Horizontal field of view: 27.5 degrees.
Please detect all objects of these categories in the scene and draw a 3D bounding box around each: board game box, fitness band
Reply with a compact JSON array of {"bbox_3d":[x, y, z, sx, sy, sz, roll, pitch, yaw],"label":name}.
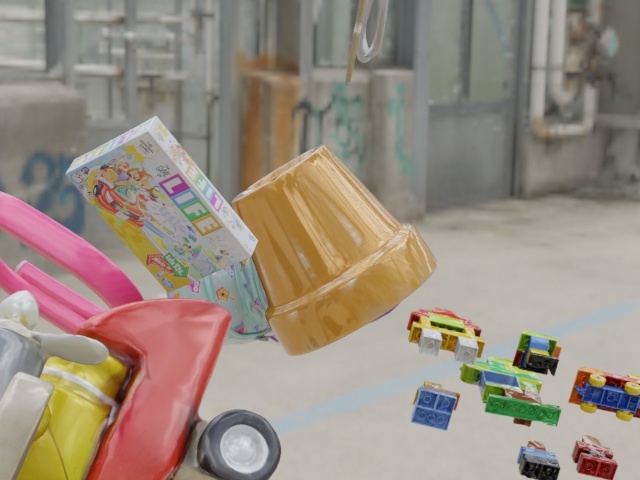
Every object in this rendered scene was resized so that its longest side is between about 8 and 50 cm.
[{"bbox_3d":[-0.144,-0.030,1.196,0.103,0.154,0.026,-24,27,29],"label":"board game box"},{"bbox_3d":[-0.355,0.040,1.736,0.291,0.209,0.054,30,60,12],"label":"fitness band"}]

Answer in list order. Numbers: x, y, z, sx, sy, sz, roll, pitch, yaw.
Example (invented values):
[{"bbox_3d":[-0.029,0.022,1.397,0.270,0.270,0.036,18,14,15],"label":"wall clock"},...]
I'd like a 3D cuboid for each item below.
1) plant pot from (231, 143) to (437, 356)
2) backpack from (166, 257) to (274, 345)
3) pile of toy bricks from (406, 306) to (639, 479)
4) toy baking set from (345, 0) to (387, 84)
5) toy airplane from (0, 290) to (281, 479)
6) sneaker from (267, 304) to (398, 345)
[{"bbox_3d":[0.000,0.000,1.509,0.205,0.188,0.205,-31,7,4],"label":"plant pot"},{"bbox_3d":[-0.106,0.053,1.687,0.144,0.165,0.188,-11,2,39],"label":"backpack"},{"bbox_3d":[0.170,0.126,1.132,0.212,0.118,0.105,14,17,-3],"label":"pile of toy bricks"},{"bbox_3d":[0.059,-0.251,1.037,0.030,0.196,0.256,11,51,1],"label":"toy baking set"},{"bbox_3d":[-0.245,0.194,0.912,0.272,0.386,0.384,43,13,4],"label":"toy airplane"},{"bbox_3d":[0.023,0.092,1.876,0.236,0.095,0.104,-21,2,-3],"label":"sneaker"}]
